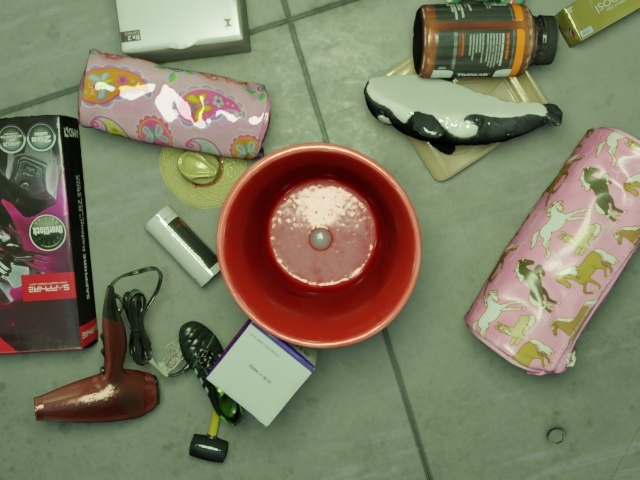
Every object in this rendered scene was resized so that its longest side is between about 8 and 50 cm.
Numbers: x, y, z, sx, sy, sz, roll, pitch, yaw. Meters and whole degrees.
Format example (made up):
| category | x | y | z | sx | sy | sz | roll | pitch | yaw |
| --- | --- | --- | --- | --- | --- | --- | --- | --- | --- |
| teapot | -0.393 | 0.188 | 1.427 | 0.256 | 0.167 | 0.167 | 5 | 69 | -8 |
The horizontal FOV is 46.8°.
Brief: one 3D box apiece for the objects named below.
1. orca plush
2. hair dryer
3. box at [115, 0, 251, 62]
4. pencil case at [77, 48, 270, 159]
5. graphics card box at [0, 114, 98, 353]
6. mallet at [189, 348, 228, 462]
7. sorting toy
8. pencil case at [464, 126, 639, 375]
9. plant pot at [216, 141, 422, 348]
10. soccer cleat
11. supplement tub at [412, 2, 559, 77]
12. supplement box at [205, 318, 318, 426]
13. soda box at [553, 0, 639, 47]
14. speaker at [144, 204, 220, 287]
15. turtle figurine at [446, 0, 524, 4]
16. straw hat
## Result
| category | x | y | z | sx | sy | sz | roll | pitch | yaw |
| --- | --- | --- | --- | --- | --- | --- | --- | --- | --- |
| orca plush | 0.208 | -0.182 | 1.120 | 0.287 | 0.102 | 0.151 | -3 | 53 | -3 |
| hair dryer | -0.322 | 0.184 | 1.159 | 0.293 | 0.080 | 0.224 | -41 | 119 | -6 |
| box | -0.207 | -0.371 | 1.113 | 0.180 | 0.119 | 0.182 | -6 | 95 | 2 |
| pencil case | -0.213 | -0.200 | 1.105 | 0.284 | 0.124 | 0.124 | 8 | 95 | -13 |
| graphics card box | -0.489 | -0.006 | 1.168 | 0.232 | 0.094 | 0.371 | -3 | 94 | 2 |
| mallet | -0.176 | 0.268 | 1.211 | 0.062 | 0.039 | 0.190 | 6 | 94 | -2 |
| sorting toy | 0.221 | -0.225 | 1.159 | 0.208 | 0.038 | 0.193 | -33 | 93 | 9 |
| pencil case | 0.381 | 0.015 | 1.112 | 0.167 | 0.160 | 0.386 | 30 | 95 | -9 |
| plant pot | 0.000 | 0.000 | 1.078 | 0.274 | 0.243 | 0.275 | 0 | 94 | 1 |
| soccer cleat | -0.163 | 0.205 | 1.143 | 0.060 | 0.072 | 0.179 | -28 | 108 | -17 |
| supplement tub | 0.237 | -0.288 | 1.071 | 0.197 | 0.106 | 0.106 | -1 | 95 | -1 |
| supplement box | -0.077 | 0.169 | 1.107 | 0.111 | 0.220 | 0.114 | 39 | 97 | -1 |
| soda box | 0.453 | -0.367 | 1.123 | 0.181 | 0.061 | 0.058 | -29 | 93 | 4 |
| speaker | -0.216 | 0.009 | 1.180 | 0.055 | 0.055 | 0.136 | -43 | 92 | 5 |
| turtle figurine | 0.233 | -0.408 | 1.100 | 0.234 | 0.118 | 0.175 | 38 | 80 | 13 |
| straw hat | -0.191 | -0.117 | 1.165 | 0.144 | 0.061 | 0.145 | 0 | 94 | 2 |
